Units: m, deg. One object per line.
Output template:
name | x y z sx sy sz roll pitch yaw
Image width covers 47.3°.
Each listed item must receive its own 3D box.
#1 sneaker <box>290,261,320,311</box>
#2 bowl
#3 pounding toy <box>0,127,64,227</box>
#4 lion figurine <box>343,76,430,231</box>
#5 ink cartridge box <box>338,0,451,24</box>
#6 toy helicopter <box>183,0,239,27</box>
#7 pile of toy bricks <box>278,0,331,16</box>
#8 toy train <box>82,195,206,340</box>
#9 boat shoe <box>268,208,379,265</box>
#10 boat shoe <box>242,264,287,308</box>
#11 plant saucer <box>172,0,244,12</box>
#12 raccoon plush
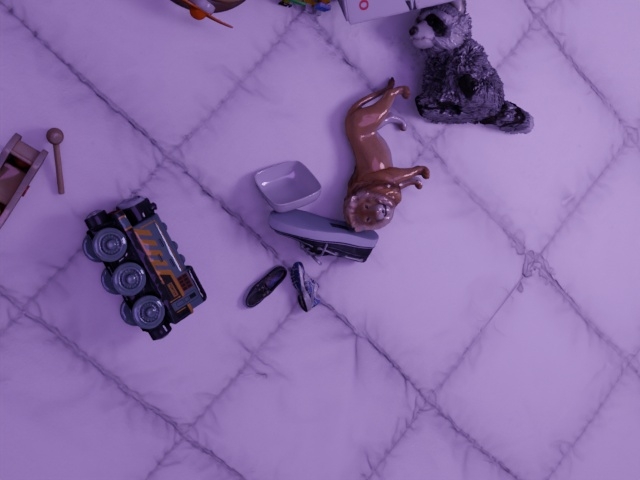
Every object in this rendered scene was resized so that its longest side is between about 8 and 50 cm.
sneaker | -0.036 0.113 1.885 0.058 0.052 0.135 -22 109 -28
bowl | -0.082 -0.126 1.810 0.142 0.142 0.053 -20 139 -23
pounding toy | -0.631 -0.127 1.577 0.155 0.154 0.269 33 83 -20
lion figurine | 0.138 -0.223 1.885 0.240 0.142 0.392 -12 80 -13
ink cartridge box | 0.219 -0.716 1.737 0.394 0.166 0.285 -14 131 -2
toy helicopter | -0.309 -0.606 1.646 0.355 0.140 0.235 -1 104 -11
pile of toy bricks | -0.059 -0.630 1.771 0.212 0.118 0.105 8 91 -32
toy train | -0.408 0.061 1.696 0.190 0.142 0.334 -33 103 -28
boat shoe | -0.001 -0.002 1.855 0.306 0.113 0.105 8 117 -33
boat shoe | -0.140 0.116 1.845 0.142 0.040 0.049 -47 108 -12
plant saucer | -0.271 -0.700 1.727 0.310 0.050 0.311 -2 95 -22
raccoon plush | 0.398 -0.468 1.973 0.446 0.216 0.299 13 74 -50
